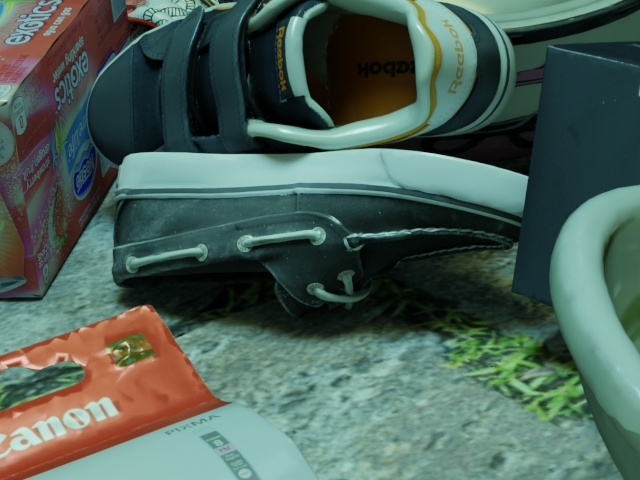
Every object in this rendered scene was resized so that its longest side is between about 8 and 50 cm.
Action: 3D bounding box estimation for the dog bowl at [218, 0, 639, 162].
[{"bbox_3d":[0.098,-0.219,1.396,0.408,0.150,0.408,-1,40,1],"label":"dog bowl"}]

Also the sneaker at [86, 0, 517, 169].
[{"bbox_3d":[-0.039,-0.111,1.165,0.321,0.126,0.127,-8,-4,25],"label":"sneaker"}]

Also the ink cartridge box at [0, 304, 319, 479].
[{"bbox_3d":[-0.111,0.121,0.846,0.189,0.066,0.232,-19,55,-25],"label":"ink cartridge box"}]

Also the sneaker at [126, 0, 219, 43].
[{"bbox_3d":[-0.144,-0.236,1.548,0.145,0.090,0.270,-24,59,-28],"label":"sneaker"}]

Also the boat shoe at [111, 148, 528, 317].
[{"bbox_3d":[0.000,0.000,1.113,0.301,0.102,0.108,2,-13,20],"label":"boat shoe"}]

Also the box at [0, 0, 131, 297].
[{"bbox_3d":[-0.240,-0.090,1.281,0.142,0.154,0.300,-1,28,10],"label":"box"}]

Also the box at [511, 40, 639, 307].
[{"bbox_3d":[0.207,-0.038,1.045,0.158,0.156,0.093,-8,20,-44],"label":"box"}]

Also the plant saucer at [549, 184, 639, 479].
[{"bbox_3d":[0.259,0.121,0.717,0.400,0.100,0.400,22,24,-10],"label":"plant saucer"}]
